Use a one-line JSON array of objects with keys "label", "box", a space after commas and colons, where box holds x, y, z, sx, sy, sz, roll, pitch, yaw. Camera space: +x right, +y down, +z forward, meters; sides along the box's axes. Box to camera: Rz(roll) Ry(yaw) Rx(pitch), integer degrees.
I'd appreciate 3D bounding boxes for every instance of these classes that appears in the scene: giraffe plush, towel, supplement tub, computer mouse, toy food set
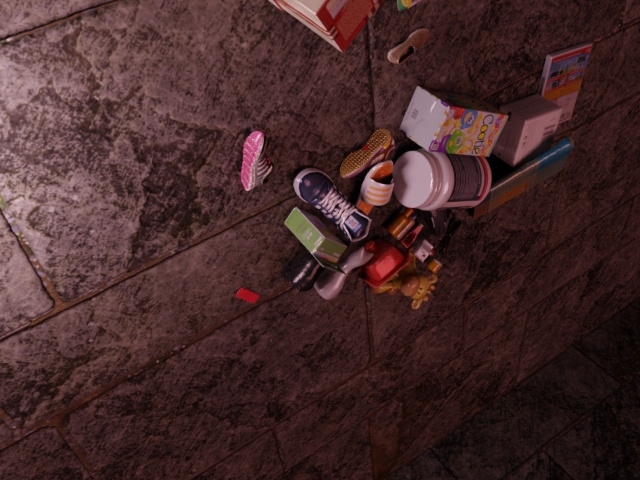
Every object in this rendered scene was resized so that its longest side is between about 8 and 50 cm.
[{"label": "giraffe plush", "box": [0.295, 0.140, 2.256, 0.210, 0.170, 0.181, -14, 131, -32]}, {"label": "towel", "box": [0.683, -0.208, 2.279, 0.370, 0.040, 0.271, -30, 162, 2]}, {"label": "supplement tub", "box": [0.370, -0.188, 2.026, 0.272, 0.191, 0.191, -5, 126, -39]}, {"label": "computer mouse", "box": [0.410, -0.097, 2.209, 0.184, 0.060, 0.262, -55, 130, -34]}, {"label": "toy food set", "box": [0.325, -0.007, 2.183, 0.232, 0.111, 0.104, 41, 93, -12]}]

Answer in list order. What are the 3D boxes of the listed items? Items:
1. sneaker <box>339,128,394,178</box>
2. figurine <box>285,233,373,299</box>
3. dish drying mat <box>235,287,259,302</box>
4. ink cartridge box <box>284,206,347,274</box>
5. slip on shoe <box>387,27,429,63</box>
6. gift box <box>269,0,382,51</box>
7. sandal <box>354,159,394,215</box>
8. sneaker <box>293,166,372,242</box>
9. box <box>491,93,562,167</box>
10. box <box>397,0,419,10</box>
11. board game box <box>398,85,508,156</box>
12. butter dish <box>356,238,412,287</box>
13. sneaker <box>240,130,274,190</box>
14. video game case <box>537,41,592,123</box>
[{"label": "sneaker", "box": [0.139, -0.229, 1.888, 0.185, 0.069, 0.084, -41, 140, -2]}, {"label": "figurine", "box": [0.037, 0.074, 2.004, 0.209, 0.092, 0.215, -43, 143, 19]}, {"label": "dish drying mat", "box": [-0.215, 0.162, 1.960, 0.032, 0.008, 0.083, -52, 139, 7]}, {"label": "ink cartridge box", "box": [0.000, 0.000, 1.849, 0.109, 0.209, 0.062, 23, 109, -49]}, {"label": "slip on shoe", "box": [0.240, -0.511, 1.754, 0.135, 0.041, 0.051, -35, 139, -13]}, {"label": "gift box", "box": [-0.008, -0.572, 1.300, 0.255, 0.258, 0.276, -51, 165, 2]}, {"label": "sandal", "box": [0.165, -0.124, 1.953, 0.102, 0.076, 0.265, -21, 149, -36]}, {"label": "sneaker", "box": [0.044, -0.093, 1.853, 0.099, 0.153, 0.282, -47, 141, 1]}, {"label": "box", "box": [0.677, -0.365, 2.198, 0.182, 0.119, 0.181, -21, 136, -26]}, {"label": "box", "box": [0.250, -0.654, 1.641, 0.179, 0.043, 0.105, -35, 140, -16]}, {"label": "board game box", "box": [0.393, -0.345, 1.950, 0.275, 0.142, 0.144, -2, 125, -40]}, {"label": "butter dish", "box": [0.183, 0.051, 2.126, 0.160, 0.160, 0.118, -39, 117, -8]}, {"label": "sneaker", "box": [-0.151, -0.203, 1.664, 0.075, 0.063, 0.170, -14, 136, -32]}, {"label": "video game case", "box": [0.815, -0.518, 2.262, 0.204, 0.025, 0.285, -22, 136, -25]}]
